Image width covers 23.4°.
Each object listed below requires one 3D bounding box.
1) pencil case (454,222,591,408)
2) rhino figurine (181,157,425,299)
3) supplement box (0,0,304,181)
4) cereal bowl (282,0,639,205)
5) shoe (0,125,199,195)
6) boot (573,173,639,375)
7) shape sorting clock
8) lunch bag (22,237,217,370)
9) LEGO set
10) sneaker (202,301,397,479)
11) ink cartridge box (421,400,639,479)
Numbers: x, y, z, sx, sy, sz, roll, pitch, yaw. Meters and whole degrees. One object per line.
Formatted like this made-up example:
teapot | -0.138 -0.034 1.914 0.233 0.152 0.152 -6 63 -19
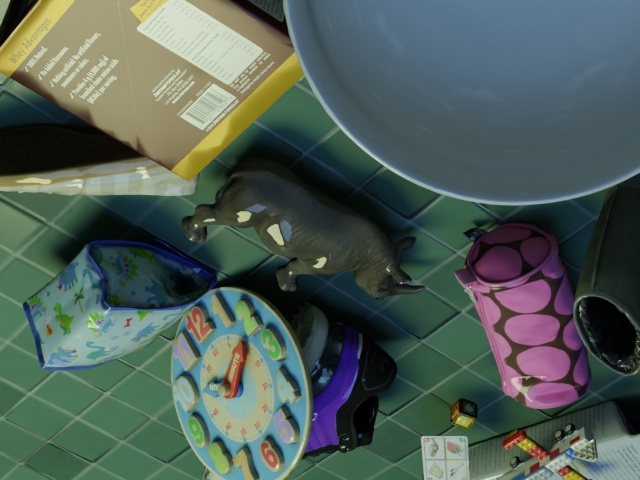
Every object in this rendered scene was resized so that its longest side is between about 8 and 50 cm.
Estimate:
pencil case | 0.199 0.078 1.496 0.098 0.095 0.209 -33 131 -10
rhino figurine | 0.000 0.000 1.451 0.243 0.073 0.106 27 136 -22
supplement box | -0.124 -0.183 1.225 0.194 0.129 0.191 30 135 -23
cereal bowl | 0.144 -0.202 1.127 0.339 0.141 0.339 1 108 3
shoe | -0.216 -0.063 1.408 0.219 0.076 0.058 -3 131 7
boot | 0.281 0.029 1.345 0.076 0.208 0.189 -23 129 29
shape sorting clock | -0.084 0.148 1.547 0.040 0.206 0.206 -4 150 -42
lunch bag | -0.194 0.063 1.529 0.151 0.096 0.129 5 147 -44
LEGO set | 0.196 0.262 1.629 0.182 0.060 0.244 -1 131 7
sneaker | -0.018 0.194 1.636 0.146 0.102 0.293 23 135 -17
ink cartridge box | 0.334 0.313 1.740 0.330 0.071 0.324 -22 127 26
